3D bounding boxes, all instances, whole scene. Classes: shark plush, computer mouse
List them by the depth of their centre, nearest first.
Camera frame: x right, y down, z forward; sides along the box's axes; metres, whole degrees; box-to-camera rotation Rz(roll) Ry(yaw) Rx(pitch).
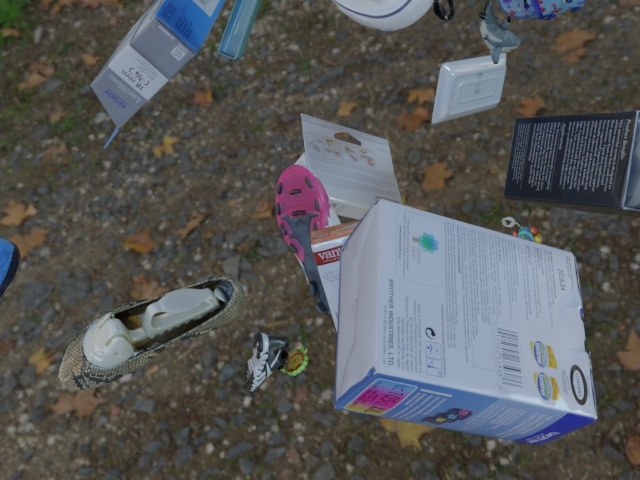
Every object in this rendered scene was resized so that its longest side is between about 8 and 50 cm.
[{"bbox_3d":[0.358,-0.439,1.525,0.067,0.161,0.073,-22,48,18],"label":"shark plush"},{"bbox_3d":[0.248,-0.590,1.758,0.071,0.242,0.041,-42,45,20],"label":"computer mouse"}]

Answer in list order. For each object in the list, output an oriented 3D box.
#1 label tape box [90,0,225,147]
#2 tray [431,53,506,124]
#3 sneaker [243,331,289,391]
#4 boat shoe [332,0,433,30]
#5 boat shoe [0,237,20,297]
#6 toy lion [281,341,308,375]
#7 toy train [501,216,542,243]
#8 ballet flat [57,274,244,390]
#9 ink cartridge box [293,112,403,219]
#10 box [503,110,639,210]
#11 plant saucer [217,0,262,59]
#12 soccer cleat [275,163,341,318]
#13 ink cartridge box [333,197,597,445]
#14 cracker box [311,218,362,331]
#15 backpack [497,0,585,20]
[{"bbox_3d":[-0.347,-0.369,1.493,0.333,0.106,0.240,-33,29,35],"label":"label tape box"},{"bbox_3d":[0.366,-0.363,1.789,0.030,0.145,0.270,27,33,37],"label":"tray"},{"bbox_3d":[-0.140,0.332,2.016,0.106,0.234,0.078,-1,45,-21],"label":"sneaker"},{"bbox_3d":[0.000,-0.281,0.662,0.095,0.084,0.258,-50,59,17],"label":"boat shoe"},{"bbox_3d":[-0.566,0.117,1.217,0.258,0.109,0.089,-48,-1,-3],"label":"boat shoe"},{"bbox_3d":[-0.076,0.331,2.045,0.100,0.034,0.096,-28,33,26],"label":"toy lion"},{"bbox_3d":[0.463,0.022,1.796,0.125,0.166,0.046,18,52,14],"label":"toy train"},{"bbox_3d":[-0.407,0.196,1.773,0.483,0.182,0.164,-24,74,-13],"label":"ballet flat"},{"bbox_3d":[0.071,-0.183,1.987,0.066,0.296,0.261,-44,44,44],"label":"ink cartridge box"},{"bbox_3d":[0.685,-0.173,1.779,0.293,0.212,0.395,7,3,-26],"label":"box"},{"bbox_3d":[-0.124,-0.405,1.284,0.067,0.018,0.192,32,103,49],"label":"plant saucer"},{"bbox_3d":[0.000,0.000,1.556,0.116,0.331,0.143,-15,6,24],"label":"soccer cleat"},{"bbox_3d":[0.230,0.130,1.076,0.395,0.151,0.270,14,57,-15],"label":"ink cartridge box"},{"bbox_3d":[0.087,0.078,1.323,0.156,0.232,0.067,-14,23,6],"label":"cracker box"},{"bbox_3d":[0.413,-0.504,1.450,0.173,0.158,0.117,-7,44,28],"label":"backpack"}]
